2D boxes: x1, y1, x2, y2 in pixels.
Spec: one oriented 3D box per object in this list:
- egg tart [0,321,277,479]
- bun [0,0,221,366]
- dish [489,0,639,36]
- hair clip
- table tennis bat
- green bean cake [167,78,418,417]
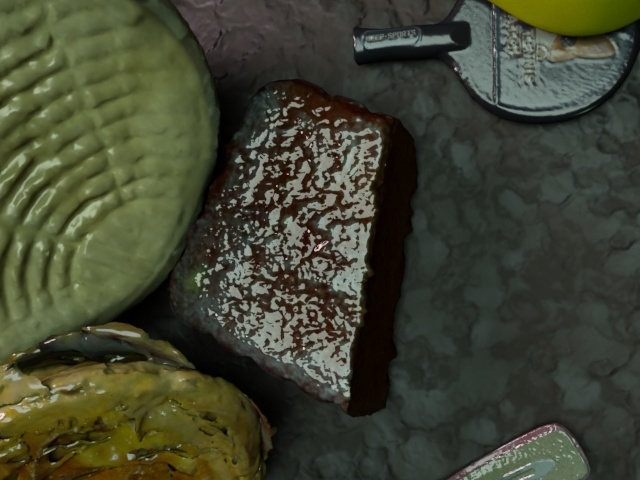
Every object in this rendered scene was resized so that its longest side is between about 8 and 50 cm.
[{"bbox_3d":[-0.181,0.168,0.662,0.297,0.297,0.132,-26,41,11],"label":"egg tart"},{"bbox_3d":[-0.267,-0.081,0.635,0.364,0.364,0.202,-56,45,6],"label":"bun"},{"bbox_3d":[0.176,-0.293,0.620,0.262,0.108,0.221,23,86,13],"label":"dish"},{"bbox_3d":[0.153,0.200,0.666,0.137,0.022,0.054,-34,82,10],"label":"hair clip"},{"bbox_3d":[0.144,-0.170,0.679,0.236,0.027,0.150,-1,87,11],"label":"table tennis bat"},{"bbox_3d":[0.000,0.000,0.669,0.198,0.097,0.233,23,94,14],"label":"green bean cake"}]
